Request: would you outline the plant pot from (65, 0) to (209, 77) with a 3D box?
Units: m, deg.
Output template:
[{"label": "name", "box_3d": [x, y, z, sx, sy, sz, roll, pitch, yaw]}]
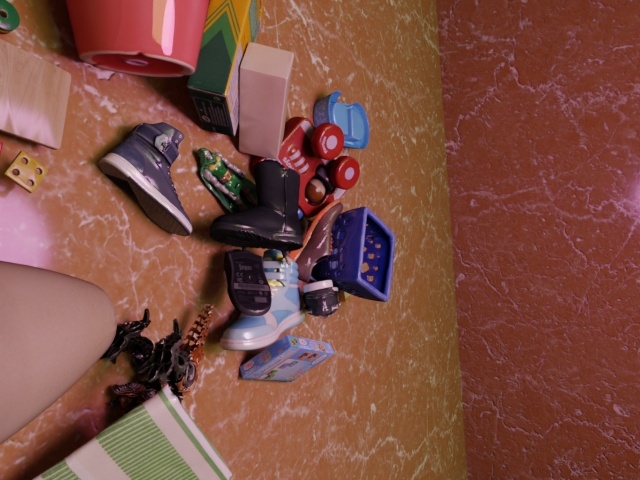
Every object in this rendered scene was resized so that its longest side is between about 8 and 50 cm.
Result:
[{"label": "plant pot", "box_3d": [-0.317, -0.428, 0.802, 0.275, 0.274, 0.243, -11, 107, -59]}]

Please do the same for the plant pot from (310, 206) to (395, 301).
[{"label": "plant pot", "box_3d": [0.087, 0.051, 1.441, 0.236, 0.212, 0.236, 36, 57, -53]}]

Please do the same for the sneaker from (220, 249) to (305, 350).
[{"label": "sneaker", "box_3d": [-0.148, 0.135, 1.135, 0.319, 0.127, 0.208, -21, 107, -67]}]

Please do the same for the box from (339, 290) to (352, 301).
[{"label": "box", "box_3d": [0.084, 0.136, 1.607, 0.081, 0.028, 0.136, -29, 110, -56]}]

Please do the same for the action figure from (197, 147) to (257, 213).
[{"label": "action figure", "box_3d": [-0.216, -0.135, 1.108, 0.232, 0.063, 0.137, 49, 50, -40]}]

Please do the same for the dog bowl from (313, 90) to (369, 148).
[{"label": "dog bowl", "box_3d": [0.075, -0.405, 1.596, 0.297, 0.074, 0.166, 1, 86, -58]}]

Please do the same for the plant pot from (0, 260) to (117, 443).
[{"label": "plant pot", "box_3d": [-0.413, 0.132, 0.610, 0.274, 0.256, 0.257, -9, 95, -74]}]

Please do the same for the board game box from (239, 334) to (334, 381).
[{"label": "board game box", "box_3d": [-0.082, 0.312, 1.199, 0.211, 0.160, 0.039, 31, 27, -54]}]

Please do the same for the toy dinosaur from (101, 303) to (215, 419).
[{"label": "toy dinosaur", "box_3d": [-0.308, 0.253, 0.881, 0.322, 0.164, 0.218, -87, 169, -46]}]

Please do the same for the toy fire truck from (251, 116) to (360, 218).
[{"label": "toy fire truck", "box_3d": [-0.043, -0.195, 1.331, 0.254, 0.169, 0.302, -49, 135, -15]}]

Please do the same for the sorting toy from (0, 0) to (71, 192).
[{"label": "sorting toy", "box_3d": [-0.468, -0.212, 0.707, 0.132, 0.046, 0.275, 18, 72, -57]}]

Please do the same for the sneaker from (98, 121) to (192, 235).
[{"label": "sneaker", "box_3d": [-0.306, -0.130, 0.929, 0.226, 0.086, 0.163, 56, 45, -39]}]

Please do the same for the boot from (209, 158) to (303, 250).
[{"label": "boot", "box_3d": [-0.147, -0.090, 1.078, 0.246, 0.094, 0.207, 9, 67, -38]}]

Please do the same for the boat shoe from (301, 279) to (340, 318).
[{"label": "boat shoe", "box_3d": [0.000, 0.176, 1.307, 0.302, 0.114, 0.091, 53, 26, -77]}]

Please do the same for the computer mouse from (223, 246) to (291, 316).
[{"label": "computer mouse", "box_3d": [-0.148, 0.072, 1.085, 0.184, 0.060, 0.262, 4, 50, -34]}]

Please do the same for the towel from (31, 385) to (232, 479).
[{"label": "towel", "box_3d": [-0.331, 0.414, 0.744, 0.324, 0.038, 0.248, -33, 120, -20]}]

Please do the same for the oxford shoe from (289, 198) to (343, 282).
[{"label": "oxford shoe", "box_3d": [0.000, 0.000, 1.335, 0.271, 0.098, 0.097, -55, 174, -15]}]

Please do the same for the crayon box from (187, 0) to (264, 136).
[{"label": "crayon box", "box_3d": [-0.198, -0.421, 1.011, 0.203, 0.083, 0.323, 118, -16, -78]}]

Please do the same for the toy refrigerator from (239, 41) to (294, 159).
[{"label": "toy refrigerator", "box_3d": [-0.131, -0.318, 1.082, 0.269, 0.102, 0.094, 107, -6, -59]}]
